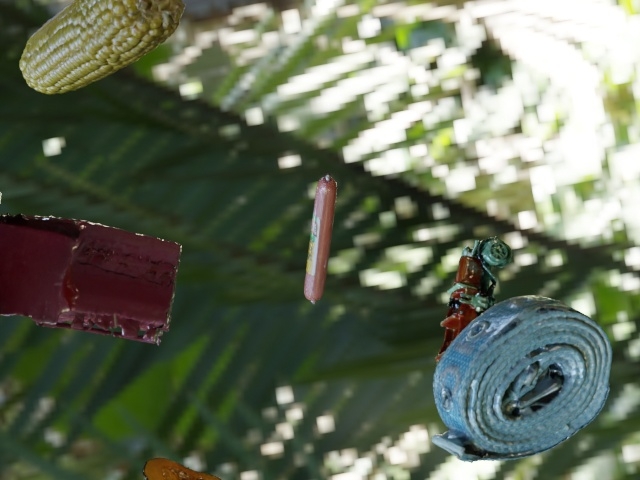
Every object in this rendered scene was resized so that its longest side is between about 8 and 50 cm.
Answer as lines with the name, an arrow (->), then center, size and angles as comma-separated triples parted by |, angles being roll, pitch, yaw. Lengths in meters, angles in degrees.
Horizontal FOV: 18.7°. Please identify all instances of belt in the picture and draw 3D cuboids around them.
belt -> 0.189, 0.127, 1.831 | 0.082, 0.163, 0.147 | -162, 72, -65

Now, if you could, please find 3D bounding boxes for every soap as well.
soap -> -0.219, 0.040, 1.802 | 0.250, 0.162, 0.099 | 17, -103, -61

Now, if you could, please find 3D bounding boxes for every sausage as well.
sausage -> 0.000, 0.000, 2.667 | 0.029, 0.029, 0.223 | -94, 9, -52

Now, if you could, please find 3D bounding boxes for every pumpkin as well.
pumpkin -> -0.094, 0.185, 1.384 | 0.028, 0.083, 0.050 | -62, 25, 21

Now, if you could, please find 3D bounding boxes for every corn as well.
corn -> -0.233, -0.217, 2.037 | 0.260, 0.091, 0.091 | -23, 101, 53

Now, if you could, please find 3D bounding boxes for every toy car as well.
toy car -> 0.158, 0.067, 2.029 | 0.073, 0.054, 0.143 | 140, 142, -67
